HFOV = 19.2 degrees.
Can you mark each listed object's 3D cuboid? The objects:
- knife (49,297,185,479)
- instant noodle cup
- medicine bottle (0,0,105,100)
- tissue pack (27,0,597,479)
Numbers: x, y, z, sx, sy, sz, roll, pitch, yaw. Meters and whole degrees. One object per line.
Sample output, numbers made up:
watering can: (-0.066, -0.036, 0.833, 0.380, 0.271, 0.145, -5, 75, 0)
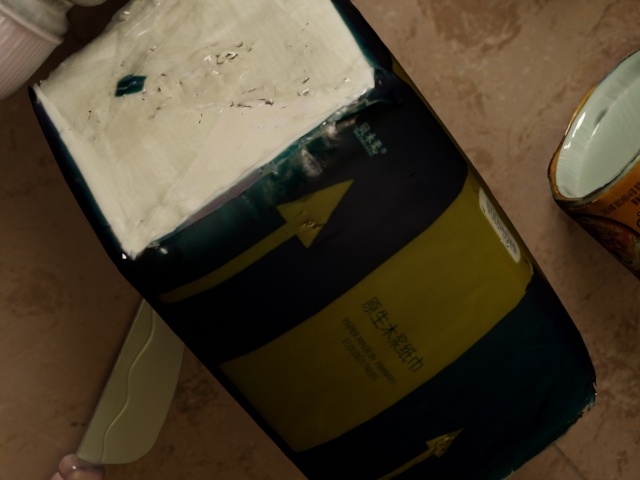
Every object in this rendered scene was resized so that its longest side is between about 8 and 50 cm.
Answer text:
knife: (-0.178, 0.172, 1.623, 0.081, 0.043, 0.336, 21, 102, -32)
instant noodle cup: (0.309, -0.054, 1.603, 0.172, 0.216, 0.216, 34, 99, -19)
medicine bottle: (-0.196, -0.248, 1.358, 0.165, 0.165, 0.273, 38, 101, -29)
tissue pack: (0.000, 0.000, 1.437, 0.253, 0.264, 0.416, -37, 132, 3)
